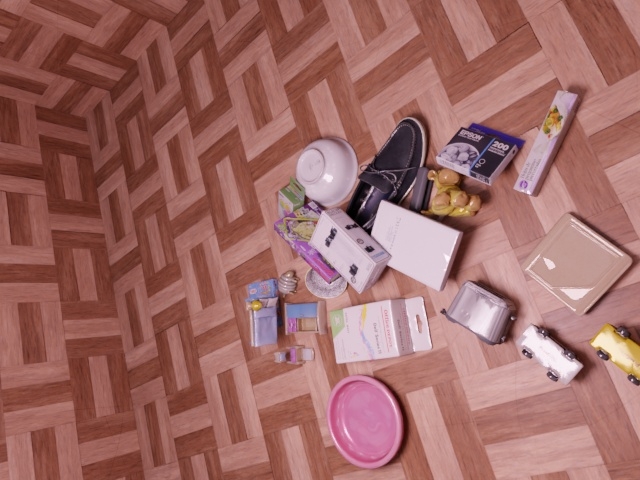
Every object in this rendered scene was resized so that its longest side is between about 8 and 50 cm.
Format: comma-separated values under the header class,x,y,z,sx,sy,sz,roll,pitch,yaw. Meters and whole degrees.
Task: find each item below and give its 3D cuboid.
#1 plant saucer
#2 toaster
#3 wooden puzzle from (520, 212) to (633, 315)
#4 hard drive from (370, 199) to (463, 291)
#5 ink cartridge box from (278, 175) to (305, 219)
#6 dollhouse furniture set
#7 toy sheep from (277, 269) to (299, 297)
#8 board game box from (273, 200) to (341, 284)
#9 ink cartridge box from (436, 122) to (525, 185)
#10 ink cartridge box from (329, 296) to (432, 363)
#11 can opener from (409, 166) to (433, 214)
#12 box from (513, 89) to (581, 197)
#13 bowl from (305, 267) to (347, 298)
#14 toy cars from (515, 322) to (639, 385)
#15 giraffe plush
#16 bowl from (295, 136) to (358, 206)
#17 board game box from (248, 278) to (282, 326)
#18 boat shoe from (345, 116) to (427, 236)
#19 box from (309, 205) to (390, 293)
class,x,y,z,sx,sy,sz,roll,pitch,yaw
plant saucer,0.173,0.669,1.898,0.331,0.084,0.333,-4,83,38
toaster,0.514,0.225,1.638,0.227,0.129,0.147,32,102,38
wooden puzzle,0.757,0.070,1.514,0.239,0.044,0.221,49,116,35
hard drive,0.313,0.011,1.741,0.318,0.040,0.211,28,111,37
ink cartridge box,-0.125,-0.157,2.157,0.109,0.062,0.209,46,147,32
dollhouse furniture set,-0.141,0.366,2.035,0.198,0.303,0.287,-9,80,39
toy sheep,-0.142,0.190,2.192,0.091,0.091,0.132,27,108,37
board game box,0.000,0.000,2.009,0.347,0.208,0.056,44,148,27
ink cartridge box,0.525,-0.300,1.663,0.206,0.045,0.208,31,73,36
ink cartridge box,0.215,0.330,1.870,0.353,0.119,0.207,-18,75,36
can opener,0.341,-0.128,1.838,0.093,0.074,0.281,21,99,39
box,0.702,-0.296,1.570,0.063,0.067,0.324,30,105,37
bowl,0.026,0.143,2.045,0.169,0.080,0.170,4,121,6
toy cars,0.770,0.327,1.453,0.393,0.087,0.177,-8,76,41
giraffe plush,0.443,-0.174,1.729,0.210,0.181,0.171,146,131,-69
bowl,-0.003,-0.293,2.090,0.297,0.134,0.298,-3,85,39
board game box,-0.253,0.292,2.298,0.160,0.039,0.212,-15,77,37
boat shoe,0.235,-0.222,1.882,0.186,0.155,0.501,38,108,36
box,0.102,0.030,1.846,0.290,0.087,0.169,45,135,24
